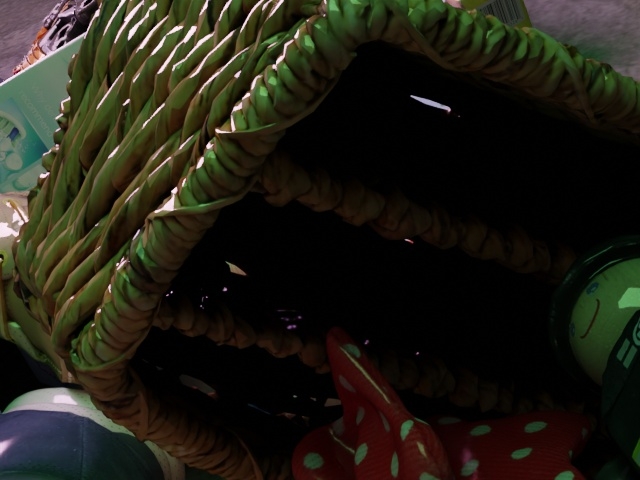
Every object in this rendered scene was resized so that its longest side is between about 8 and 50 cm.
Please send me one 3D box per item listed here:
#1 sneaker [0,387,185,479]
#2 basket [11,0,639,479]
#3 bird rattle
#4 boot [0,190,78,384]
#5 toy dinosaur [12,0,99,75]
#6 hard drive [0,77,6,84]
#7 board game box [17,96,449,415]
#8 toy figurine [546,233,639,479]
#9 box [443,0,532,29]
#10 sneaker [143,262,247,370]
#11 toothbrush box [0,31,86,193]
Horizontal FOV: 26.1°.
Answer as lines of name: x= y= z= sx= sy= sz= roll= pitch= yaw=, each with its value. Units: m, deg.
sneaker: x=-0.213 y=0.180 z=0.723 sx=0.323 sy=0.130 sz=0.236 roll=-28 pitch=1 yaw=29
basket: x=0.045 y=0.023 z=0.568 sx=0.223 sy=0.299 sz=0.213 roll=30 pitch=100 yaw=58
bird rattle: x=0.004 y=0.170 z=0.500 sx=0.253 sy=0.143 sz=0.207 roll=-32 pitch=47 yaw=24
boot: x=-0.220 y=0.025 z=0.780 sx=0.203 sy=0.095 sz=0.262 roll=-2 pitch=16 yaw=-19
toy dinosaur: x=-0.222 y=-0.174 z=1.384 sx=0.218 sy=0.164 sz=0.322 roll=-38 pitch=44 yaw=5
hard drive: x=-0.436 y=-0.089 z=1.454 sx=0.172 sy=0.054 sz=0.254 roll=-8 pitch=30 yaw=30
board game box: x=0.000 y=0.000 z=0.905 sx=0.318 sy=0.066 sz=0.319 roll=9 pitch=42 yaw=48
toy figurine: x=0.198 y=0.071 z=0.447 sx=0.213 sy=0.209 sz=0.148 roll=-26 pitch=18 yaw=1
box: x=0.087 y=-0.191 z=1.170 sx=0.058 sy=0.087 sz=0.232 roll=-32 pitch=26 yaw=-17
sneaker: x=-0.058 y=0.027 z=0.754 sx=0.134 sy=0.070 sz=0.051 roll=-12 pitch=32 yaw=27
toothbrush box: x=-0.257 y=-0.025 z=1.033 sx=0.295 sy=0.126 sz=0.216 roll=-38 pitch=8 yaw=-25
